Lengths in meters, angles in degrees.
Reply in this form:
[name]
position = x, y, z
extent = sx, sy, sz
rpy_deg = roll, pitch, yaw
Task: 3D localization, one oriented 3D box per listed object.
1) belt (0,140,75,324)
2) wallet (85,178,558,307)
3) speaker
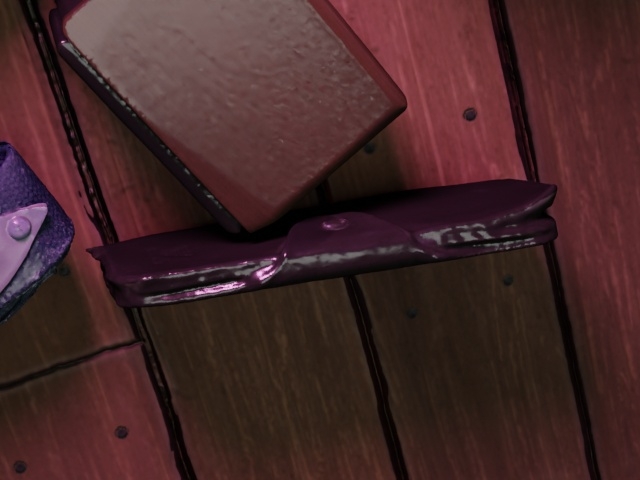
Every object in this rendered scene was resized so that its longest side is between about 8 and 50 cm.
[belt]
position = -0.299, 0.027, 1.196
extent = 0.218, 0.122, 0.128
rpy_deg = -35, 115, 8
[wallet]
position = 0.000, 0.000, 1.220
extent = 0.377, 0.197, 0.051
rpy_deg = -10, 99, -10
[speaker]
position = -0.075, -0.151, 1.167
extent = 0.192, 0.153, 0.231
rpy_deg = -41, 113, 2
